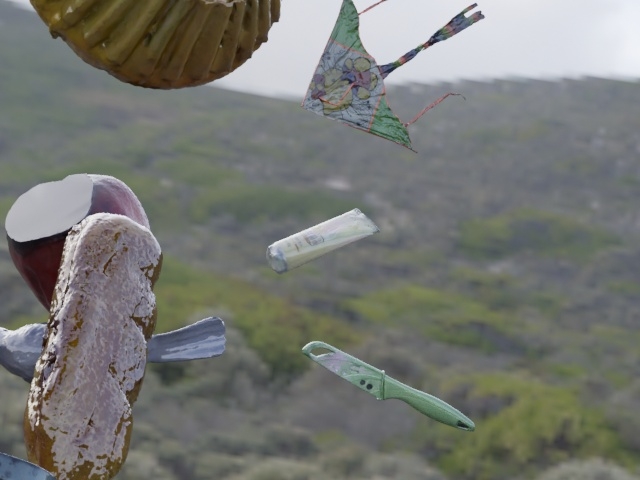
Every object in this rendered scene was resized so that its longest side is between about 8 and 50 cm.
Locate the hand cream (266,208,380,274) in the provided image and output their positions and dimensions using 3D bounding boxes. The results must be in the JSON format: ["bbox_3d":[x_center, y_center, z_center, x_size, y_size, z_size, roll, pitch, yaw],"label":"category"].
[{"bbox_3d":[0.000,0.000,2.288,0.143,0.039,0.061,-25,36,-19],"label":"hand cream"}]

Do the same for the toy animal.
[{"bbox_3d":[-0.280,0.140,2.189,0.367,0.081,0.206,0,18,-12],"label":"toy animal"}]

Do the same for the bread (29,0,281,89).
[{"bbox_3d":[-0.119,-0.234,1.418,0.240,0.240,0.139,12,-20,-30],"label":"bread"}]

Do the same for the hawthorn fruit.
[{"bbox_3d":[-0.294,0.034,2.387,0.189,0.251,0.189,-26,10,5],"label":"hawthorn fruit"}]

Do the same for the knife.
[{"bbox_3d":[0.072,0.156,1.913,0.207,0.030,0.014,28,9,-13],"label":"knife"}]

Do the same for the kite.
[{"bbox_3d":[0.086,-0.197,2.066,0.244,0.198,0.006,-28,4,-14],"label":"kite"}]

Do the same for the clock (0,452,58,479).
[{"bbox_3d":[-0.198,0.143,1.097,0.085,0.017,0.085,10,-22,4],"label":"clock"}]

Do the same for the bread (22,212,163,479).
[{"bbox_3d":[-0.219,0.125,1.705,0.084,0.344,0.124,-17,-40,34],"label":"bread"}]
